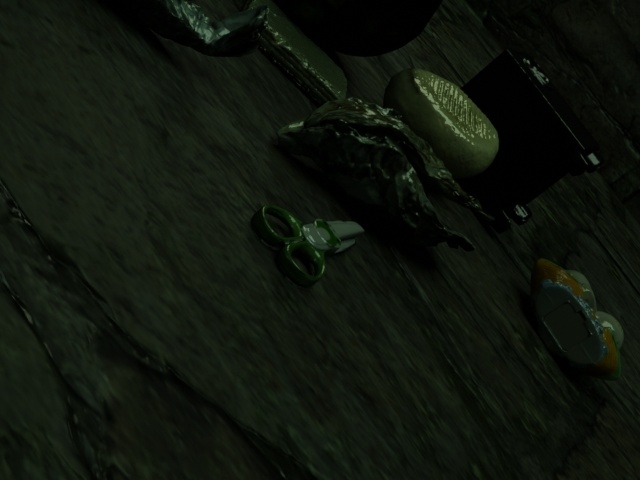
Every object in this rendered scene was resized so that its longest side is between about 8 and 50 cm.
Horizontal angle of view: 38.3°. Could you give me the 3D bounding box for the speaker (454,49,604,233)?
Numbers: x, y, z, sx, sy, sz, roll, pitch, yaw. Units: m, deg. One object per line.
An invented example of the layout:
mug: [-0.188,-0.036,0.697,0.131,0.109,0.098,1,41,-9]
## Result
speaker: [0.349,-0.178,1.671,0.254,0.232,0.184,54,25,9]

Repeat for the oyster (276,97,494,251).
oyster: [0.092,-0.092,1.236,0.351,0.158,0.162,24,-8,-34]

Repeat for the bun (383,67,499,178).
bun: [0.187,-0.184,1.538,0.222,0.127,0.222,29,29,-18]

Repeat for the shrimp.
shrimp: [-0.226,-0.347,1.012,0.410,0.166,0.221,51,18,-31]

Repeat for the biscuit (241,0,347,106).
biscuit: [-0.037,-0.283,1.379,0.199,0.040,0.121,41,23,-19]

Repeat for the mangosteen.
mangosteen: [0.061,-0.440,1.494,0.311,0.311,0.311,40,26,-24]

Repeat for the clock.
clock: [0.421,0.129,1.519,0.144,0.103,0.231,2,55,-62]

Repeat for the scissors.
scissors: [0.000,0.000,1.052,0.101,0.027,0.204,58,26,12]
